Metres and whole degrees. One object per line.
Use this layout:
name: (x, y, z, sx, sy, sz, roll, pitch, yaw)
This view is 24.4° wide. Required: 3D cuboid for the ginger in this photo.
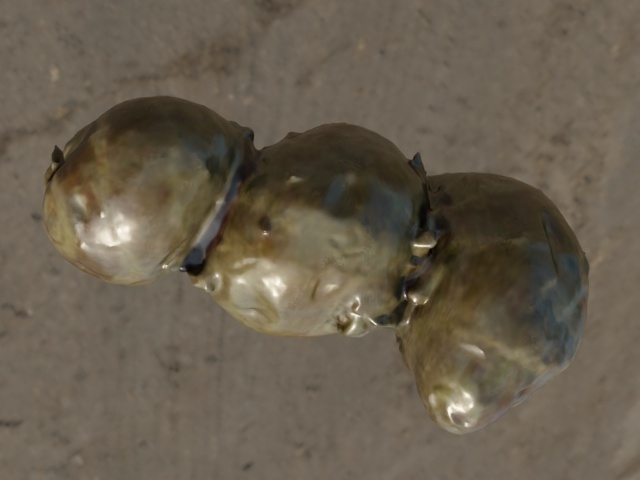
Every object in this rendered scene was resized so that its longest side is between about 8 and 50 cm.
ginger: (0.000, 0.000, 0.541, 0.080, 0.204, 0.104, 116, -7, -54)
